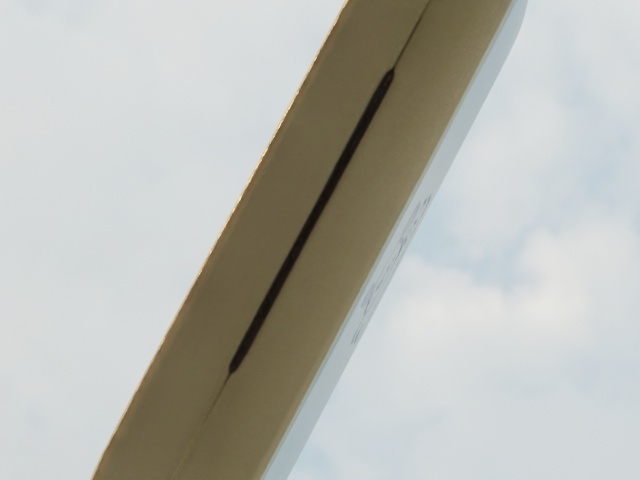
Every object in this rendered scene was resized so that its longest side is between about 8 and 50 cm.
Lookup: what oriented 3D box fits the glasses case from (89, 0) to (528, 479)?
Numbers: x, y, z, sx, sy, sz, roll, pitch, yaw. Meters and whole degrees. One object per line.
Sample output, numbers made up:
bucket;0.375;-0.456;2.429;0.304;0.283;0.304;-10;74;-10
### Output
glasses case;0.000;0.000;0.857;0.070;0.131;0.312;27;-96;7
